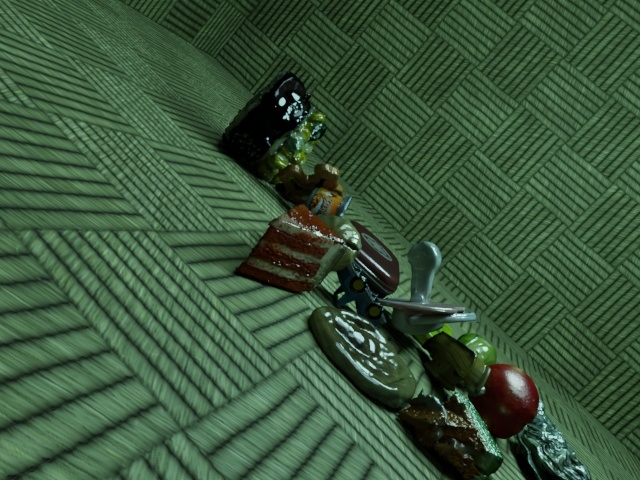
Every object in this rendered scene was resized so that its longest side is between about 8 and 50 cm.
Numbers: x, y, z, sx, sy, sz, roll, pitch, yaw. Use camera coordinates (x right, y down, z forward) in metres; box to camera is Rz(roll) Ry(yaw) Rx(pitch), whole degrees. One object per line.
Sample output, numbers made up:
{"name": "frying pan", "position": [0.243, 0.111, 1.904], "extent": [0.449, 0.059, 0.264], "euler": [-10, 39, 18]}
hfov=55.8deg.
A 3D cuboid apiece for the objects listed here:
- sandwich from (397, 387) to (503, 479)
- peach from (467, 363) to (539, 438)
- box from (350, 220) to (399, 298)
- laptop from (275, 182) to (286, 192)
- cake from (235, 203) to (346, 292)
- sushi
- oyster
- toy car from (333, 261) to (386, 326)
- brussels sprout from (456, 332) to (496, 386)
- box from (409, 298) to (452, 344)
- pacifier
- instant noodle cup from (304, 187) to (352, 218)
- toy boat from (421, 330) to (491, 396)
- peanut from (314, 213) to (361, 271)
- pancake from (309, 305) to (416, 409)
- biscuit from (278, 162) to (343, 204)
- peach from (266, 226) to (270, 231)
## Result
{"name": "sandwich", "position": [0.259, 0.379, 1.180], "extent": [0.160, 0.109, 0.184], "euler": [35, 13, -42]}
{"name": "peach", "position": [0.477, 0.415, 1.552], "extent": [0.190, 0.190, 0.192], "euler": [31, 12, -42]}
{"name": "box", "position": [0.146, 0.057, 1.957], "extent": [0.263, 0.108, 0.404], "euler": [41, 12, -2]}
{"name": "laptop", "position": [-0.042, -0.180, 2.091], "extent": [0.135, 0.197, 0.016], "euler": [29, 60, -53]}
{"name": "cake", "position": [-0.092, -0.006, 1.307], "extent": [0.159, 0.158, 0.262], "euler": [45, 13, 34]}
{"name": "sushi", "position": [-0.131, -0.370, 2.028], "extent": [0.285, 0.329, 0.327], "euler": [44, 52, -15]}
{"name": "oyster", "position": [0.594, 0.555, 1.575], "extent": [0.351, 0.158, 0.162], "euler": [-90, 167, -57]}
{"name": "toy car", "position": [0.089, 0.143, 1.526], "extent": [0.191, 0.100, 0.097], "euler": [59, 7, -16]}
{"name": "brussels sprout", "position": [0.439, 0.345, 1.770], "extent": [0.131, 0.145, 0.183], "euler": [54, 14, 23]}
{"name": "box", "position": [0.345, 0.275, 1.971], "extent": [0.187, 0.047, 0.335], "euler": [44, 11, 8]}
{"name": "pacifier", "position": [0.280, 0.158, 1.690], "extent": [0.273, 0.220, 0.332], "euler": [62, 17, 15]}
{"name": "instant noodle cup", "position": [0.009, -0.093, 1.947], "extent": [0.126, 0.177, 0.208], "euler": [29, -6, 1]}
{"name": "toy boat", "position": [0.343, 0.328, 1.609], "extent": [0.089, 0.121, 0.321], "euler": [39, -2, -12]}
{"name": "peanut", "position": [0.000, 0.000, 1.531], "extent": [0.149, 0.149, 0.313], "euler": [39, -6, -14]}
{"name": "pancake", "position": [0.102, 0.245, 1.293], "extent": [0.294, 0.049, 0.294], "euler": [40, 13, -12]}
{"name": "biscuit", "position": [-0.024, -0.169, 2.030], "extent": [0.334, 0.202, 0.047], "euler": [74, 17, -71]}
{"name": "peach", "position": [-0.099, -0.001, 1.491], "extent": [0.098, 0.061, 0.098], "euler": [56, -17, 26]}
